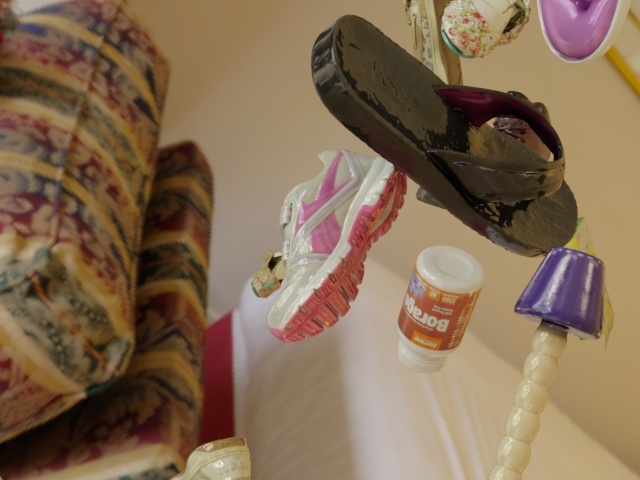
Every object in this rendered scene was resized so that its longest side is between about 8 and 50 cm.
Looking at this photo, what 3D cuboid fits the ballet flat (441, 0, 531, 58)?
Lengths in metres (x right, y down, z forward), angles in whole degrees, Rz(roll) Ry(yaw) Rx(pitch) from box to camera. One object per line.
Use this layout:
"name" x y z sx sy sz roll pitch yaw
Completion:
"ballet flat" 0.221 -0.296 1.325 0.091 0.077 0.241 49 28 1

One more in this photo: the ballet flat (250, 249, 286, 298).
"ballet flat" -0.093 0.065 2.158 0.073 0.067 0.206 58 18 -15

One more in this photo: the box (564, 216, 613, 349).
"box" 0.385 0.065 1.470 0.105 0.043 0.179 -35 106 -63

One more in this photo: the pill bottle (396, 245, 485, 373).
"pill bottle" 0.203 0.126 1.773 0.121 0.216 0.121 9 35 -6

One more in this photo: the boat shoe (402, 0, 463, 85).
"boat shoe" 0.181 -0.357 1.746 0.104 0.089 0.285 -33 117 -60

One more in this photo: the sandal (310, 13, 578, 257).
"sandal" 0.179 -0.109 1.136 0.446 0.107 0.167 28 49 -37

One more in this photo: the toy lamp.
"toy lamp" 0.179 0.141 0.862 0.080 0.274 0.080 19 -4 1

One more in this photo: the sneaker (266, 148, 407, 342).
"sneaker" 0.000 0.000 1.148 0.111 0.252 0.103 22 -24 22

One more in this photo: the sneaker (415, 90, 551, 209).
"sneaker" 0.243 -0.134 1.452 0.106 0.162 0.281 20 22 38

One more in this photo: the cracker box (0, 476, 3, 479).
"cracker box" -0.249 0.237 0.715 0.155 0.067 0.232 56 -9 -8

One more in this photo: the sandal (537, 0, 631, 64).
"sandal" 0.352 -0.454 1.397 0.102 0.416 0.169 2 6 -32

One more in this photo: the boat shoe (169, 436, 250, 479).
"boat shoe" -0.163 0.389 1.526 0.109 0.302 0.098 -9 64 -23
